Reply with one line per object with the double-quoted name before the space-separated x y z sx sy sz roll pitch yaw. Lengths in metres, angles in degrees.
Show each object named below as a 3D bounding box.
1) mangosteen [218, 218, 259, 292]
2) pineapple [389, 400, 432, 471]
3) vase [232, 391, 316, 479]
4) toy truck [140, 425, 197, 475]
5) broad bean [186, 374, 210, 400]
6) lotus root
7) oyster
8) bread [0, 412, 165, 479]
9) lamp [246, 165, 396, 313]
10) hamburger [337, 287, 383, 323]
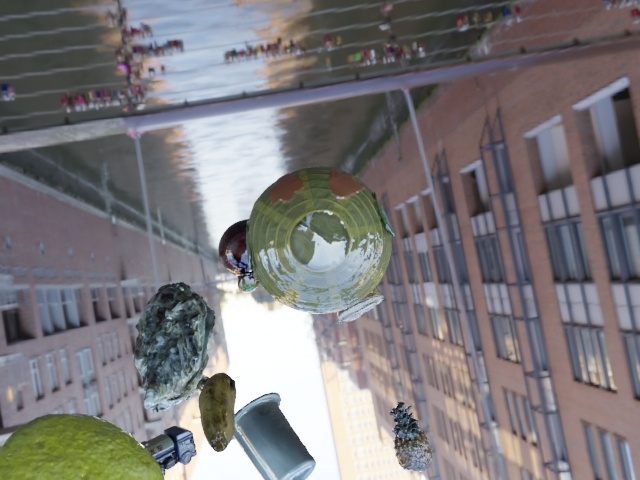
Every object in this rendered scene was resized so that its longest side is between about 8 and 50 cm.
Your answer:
"mangosteen" -0.172 0.036 1.655 0.172 0.184 0.172 -2 165 -1
"pineapple" 0.238 0.526 1.800 0.108 0.198 0.108 -17 -169 3
"vase" -0.158 0.714 2.315 0.245 0.291 0.245 -32 149 -22
"toy truck" -0.384 0.497 1.528 0.074 0.088 0.201 4 -166 42
"broad bean" -0.346 0.418 1.914 0.046 0.061 0.195 28 146 -18
"lotus root" -0.266 0.432 1.699 0.097 0.110 0.258 -17 -155 2
"oyster" -0.315 0.225 1.392 0.158 0.351 0.162 27 121 -19
"bread" -0.491 0.528 1.242 0.308 0.348 0.348 -44 162 25
"lamp" 0.000 0.000 1.134 0.250 0.250 0.284 -10 178 0
"hamburger" 0.098 0.168 1.972 0.087 0.102 0.176 -1 150 -43
